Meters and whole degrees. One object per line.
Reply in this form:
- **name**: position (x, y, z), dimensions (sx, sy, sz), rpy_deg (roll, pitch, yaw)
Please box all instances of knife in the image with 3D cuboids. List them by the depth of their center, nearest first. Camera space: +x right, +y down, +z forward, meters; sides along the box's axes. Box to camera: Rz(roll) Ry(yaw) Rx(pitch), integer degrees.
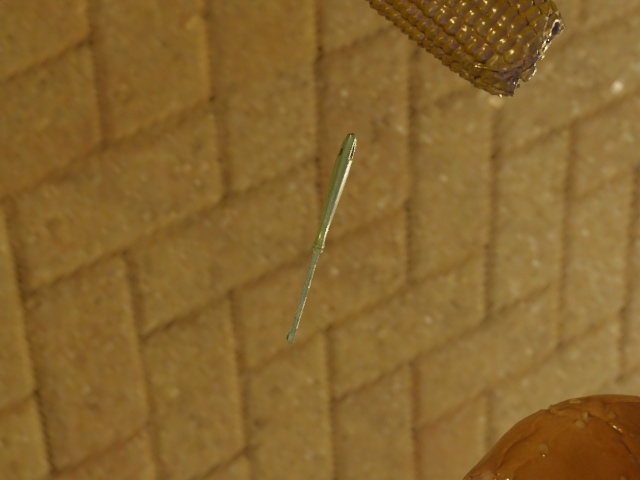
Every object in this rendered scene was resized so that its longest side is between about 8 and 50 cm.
- **knife**: position (0.000, 0.000, 1.675), dimensions (0.014, 0.030, 0.207), rpy_deg (16, 115, -1)

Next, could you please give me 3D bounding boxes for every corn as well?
- **corn**: position (0.070, -0.269, 1.712), dimensions (0.131, 0.344, 0.131), rpy_deg (-48, 175, -6)

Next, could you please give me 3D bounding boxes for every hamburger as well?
- **hamburger**: position (0.235, 0.216, 1.329), dimensions (0.282, 0.245, 0.155), rpy_deg (-6, 150, -19)
